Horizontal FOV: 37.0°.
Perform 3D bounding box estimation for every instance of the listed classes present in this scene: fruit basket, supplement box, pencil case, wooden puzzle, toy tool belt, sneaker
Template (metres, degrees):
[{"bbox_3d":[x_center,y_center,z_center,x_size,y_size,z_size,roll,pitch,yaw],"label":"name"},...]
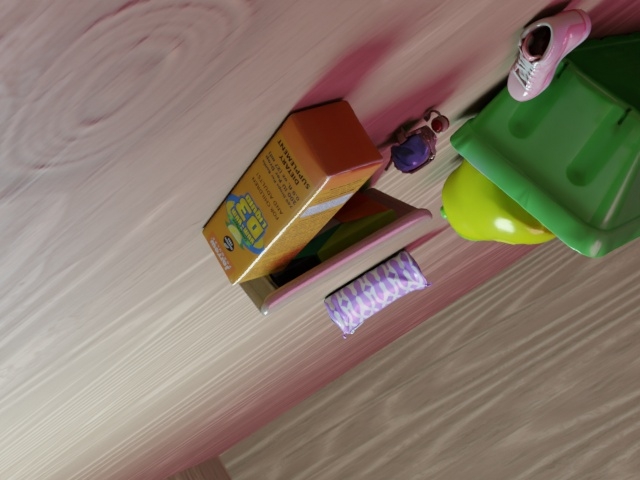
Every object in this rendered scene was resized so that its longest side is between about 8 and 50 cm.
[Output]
[{"bbox_3d":[0.330,-0.089,1.297,0.392,0.283,0.392,-36,154,-20],"label":"fruit basket"},{"bbox_3d":[-0.035,-0.042,0.973,0.080,0.078,0.233,-22,164,-36],"label":"supplement box"},{"bbox_3d":[0.105,0.102,1.837,0.206,0.088,0.086,-33,169,5],"label":"pencil case"},{"bbox_3d":[0.000,0.000,1.157,0.221,0.044,0.239,-30,-166,-8],"label":"wooden puzzle"},{"bbox_3d":[0.110,-0.110,1.109,0.051,0.052,0.083,-30,170,-47],"label":"toy tool belt"},{"bbox_3d":[0.233,-0.200,1.054,0.070,0.051,0.134,-20,160,-36],"label":"sneaker"}]
